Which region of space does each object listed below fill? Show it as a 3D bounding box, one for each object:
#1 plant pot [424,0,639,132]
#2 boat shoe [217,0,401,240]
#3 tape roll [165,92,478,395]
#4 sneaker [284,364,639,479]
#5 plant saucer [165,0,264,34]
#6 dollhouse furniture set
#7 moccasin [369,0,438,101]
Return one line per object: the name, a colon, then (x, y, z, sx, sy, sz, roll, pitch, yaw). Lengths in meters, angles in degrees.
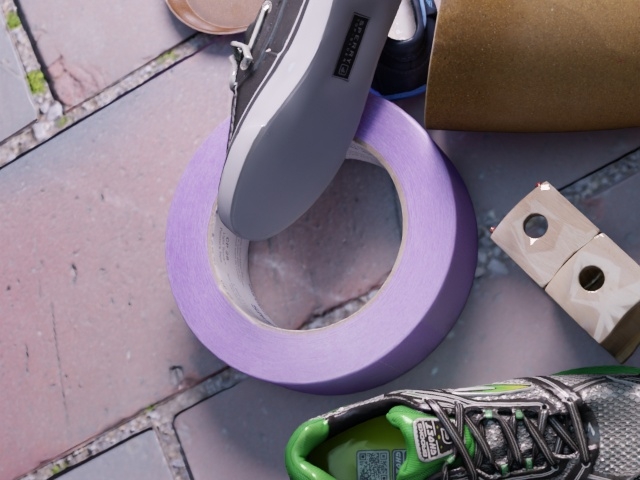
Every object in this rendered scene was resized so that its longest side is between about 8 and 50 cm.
plant pot: (0.233, -0.185, 1.047, 0.254, 0.237, 0.237, 12, 81, 7)
boat shoe: (-0.025, -0.153, 1.075, 0.105, 0.113, 0.306, 31, 106, 41)
tape roll: (0.000, 0.000, 1.142, 0.275, 0.090, 0.274, -5, 75, 19)
sneaker: (0.134, 0.178, 1.017, 0.344, 0.146, 0.134, -13, 73, 16)
plant saucer: (-0.083, -0.284, 1.276, 0.169, 0.029, 0.168, -5, 76, 20)
dollhouse furniture set: (0.258, -0.015, 1.027, 0.183, 0.129, 0.129, -46, 66, 6)
moccasin: (0.039, -0.301, 1.176, 0.138, 0.117, 0.342, -25, 73, -6)
